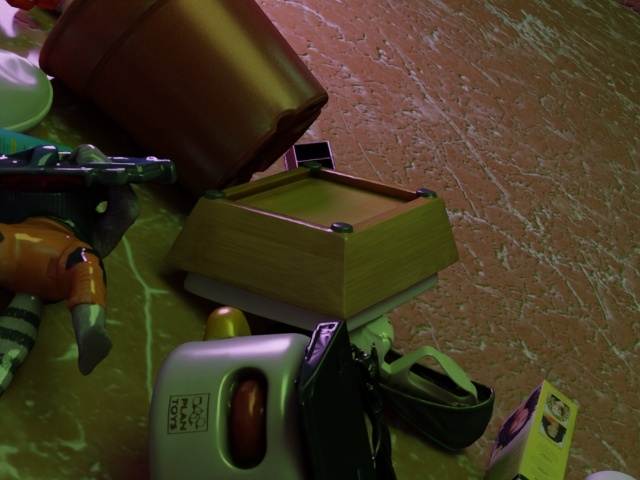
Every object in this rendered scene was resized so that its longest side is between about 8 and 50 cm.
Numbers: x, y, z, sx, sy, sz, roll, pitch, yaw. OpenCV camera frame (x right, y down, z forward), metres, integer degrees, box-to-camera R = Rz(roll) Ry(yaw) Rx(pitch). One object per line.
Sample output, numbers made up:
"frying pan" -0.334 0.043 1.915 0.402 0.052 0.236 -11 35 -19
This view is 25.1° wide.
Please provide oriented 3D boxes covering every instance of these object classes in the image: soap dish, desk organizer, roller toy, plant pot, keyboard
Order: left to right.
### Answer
"plant pot" -0.149 -0.201 1.734 0.265 0.272 0.272 47 28 4
"roller toy" -0.068 0.178 1.258 0.146 0.209 0.191 -5 19 13
"desk organizer" -0.011 -0.088 1.919 0.047 0.050 0.130 23 30 -24
"soap dish" 0.000 0.000 1.633 0.228 0.118 0.291 16 19 27
"keyboard" 0.030 0.215 1.274 0.033 0.317 0.201 -2 25 19

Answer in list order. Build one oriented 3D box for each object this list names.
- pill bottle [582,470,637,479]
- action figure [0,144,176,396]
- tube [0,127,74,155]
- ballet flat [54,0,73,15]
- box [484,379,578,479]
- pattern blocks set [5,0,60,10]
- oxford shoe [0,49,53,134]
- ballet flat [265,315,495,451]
"pill bottle" 0.310 0.340 1.540 0.117 0.118 0.208 34 27 -5
"action figure" -0.316 0.009 1.362 0.341 0.179 0.330 4 24 2
"tube" -0.356 -0.091 1.513 0.207 0.080 0.052 9 -5 -44
"ballet flat" -0.280 -0.299 1.928 0.221 0.077 0.079 18 52 -33
"box" 0.235 0.252 1.630 0.058 0.087 0.232 38 26 -2
"pattern blocks set" -0.508 -0.375 1.784 0.324 0.026 0.285 -9 50 -45
"oxford shoe" -0.455 -0.194 1.488 0.449 0.130 0.169 6 38 -46
"ballet flat" 0.076 0.139 1.610 0.280 0.096 0.095 26 30 -18
